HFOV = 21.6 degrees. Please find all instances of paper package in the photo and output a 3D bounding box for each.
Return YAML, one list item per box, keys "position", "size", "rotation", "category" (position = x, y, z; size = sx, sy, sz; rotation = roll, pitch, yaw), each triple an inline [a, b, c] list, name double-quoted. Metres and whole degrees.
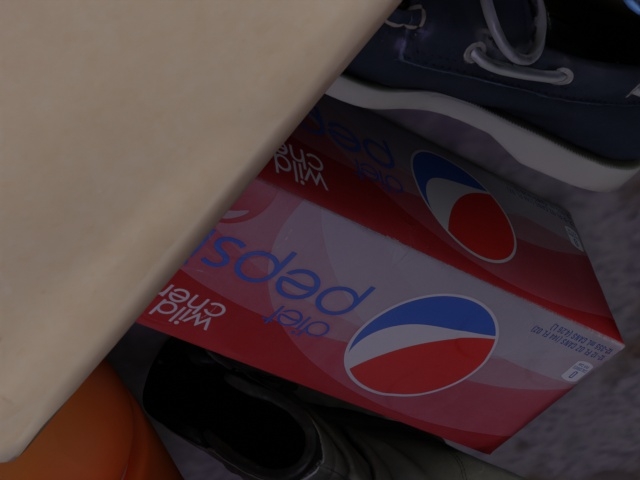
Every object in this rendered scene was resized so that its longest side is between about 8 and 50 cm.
- position: [-0.127, -0.149, 0.377]
  size: [0.325, 0.168, 0.309]
  rotation: [32, 105, -38]
  category: "paper package"

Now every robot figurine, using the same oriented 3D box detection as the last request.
- position: [-0.123, 0.121, 0.749]
  size: [0.128, 0.158, 0.219]
  rotation: [-31, 139, -8]
  category: "robot figurine"

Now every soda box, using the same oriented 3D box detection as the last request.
- position: [0.000, 0.000, 0.687]
  size: [0.263, 0.083, 0.092]
  rotation: [23, 126, -36]
  category: "soda box"

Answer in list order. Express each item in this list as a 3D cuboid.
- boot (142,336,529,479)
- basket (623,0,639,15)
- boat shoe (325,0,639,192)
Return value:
- position: [0.033, 0.119, 0.730]
  size: [0.161, 0.246, 0.083]
  rotation: [32, 82, -44]
  category: "boot"
- position: [0.184, -0.129, 0.442]
  size: [0.201, 0.289, 0.254]
  rotation: [-2, 134, -26]
  category: "basket"
- position: [0.052, -0.085, 0.600]
  size: [0.254, 0.095, 0.079]
  rotation: [21, 129, -35]
  category: "boat shoe"
